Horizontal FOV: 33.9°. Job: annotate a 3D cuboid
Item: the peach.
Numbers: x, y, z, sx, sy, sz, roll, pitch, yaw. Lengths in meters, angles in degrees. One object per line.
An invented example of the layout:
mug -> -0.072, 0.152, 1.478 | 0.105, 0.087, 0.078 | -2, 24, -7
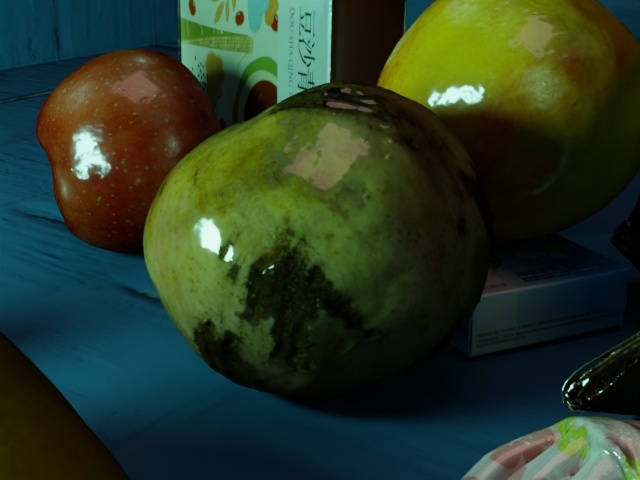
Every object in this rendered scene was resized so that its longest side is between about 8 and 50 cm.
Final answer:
peach -> 0.196, -0.130, 1.152 | 0.308, 0.289, 0.289 | -29, 21, 2

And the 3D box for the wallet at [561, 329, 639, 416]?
wallet -> 0.275, 0.091, 0.829 | 0.243, 0.133, 0.039 | 18, 37, -60

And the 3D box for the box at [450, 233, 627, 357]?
box -> 0.211, 0.054, 1.136 | 0.194, 0.073, 0.139 | -9, 21, -22

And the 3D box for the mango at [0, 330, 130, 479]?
mango -> -0.299, 0.148, 0.655 | 0.446, 0.232, 0.300 | 21, 23, 31

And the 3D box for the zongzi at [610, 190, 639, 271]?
zongzi -> 0.429, -0.092, 1.017 | 0.181, 0.447, 0.418 | 8, 24, 5

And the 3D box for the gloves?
gloves -> 0.183, 0.177, 0.715 | 0.241, 0.126, 0.145 | -1, 21, -13

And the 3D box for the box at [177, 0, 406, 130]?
box -> -0.054, -0.193, 1.436 | 0.122, 0.344, 0.385 | -12, 22, -33

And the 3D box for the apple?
apple -> -0.240, -0.108, 1.339 | 0.216, 0.260, 0.260 | -20, 24, -15

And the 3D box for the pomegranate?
pomegranate -> 0.000, 0.000, 0.982 | 0.322, 0.322, 0.322 | 0, 19, 0
